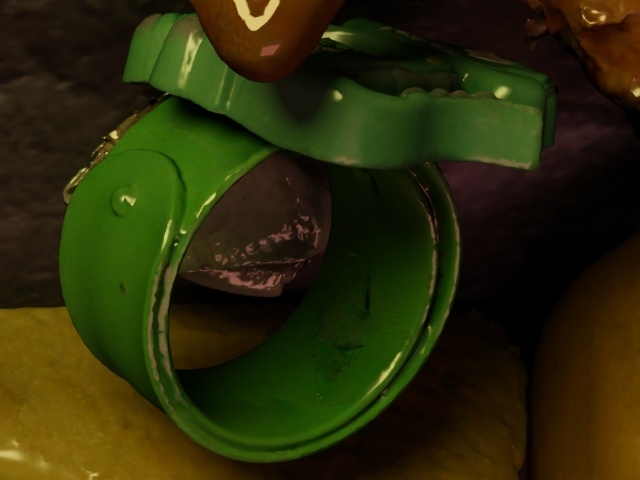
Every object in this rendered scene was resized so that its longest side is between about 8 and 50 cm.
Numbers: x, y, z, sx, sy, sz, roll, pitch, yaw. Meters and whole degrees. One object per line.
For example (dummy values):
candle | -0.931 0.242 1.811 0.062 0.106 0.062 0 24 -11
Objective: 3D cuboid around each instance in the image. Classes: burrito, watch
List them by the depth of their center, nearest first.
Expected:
watch | 0.000 0.000 0.523 0.165 0.131 0.152 1 107 -39
burrito | -0.041 -0.012 0.597 0.118 0.044 0.074 28 105 -42

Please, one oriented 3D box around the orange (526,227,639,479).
orange | 0.227 0.101 0.682 0.279 0.279 0.235 -44 147 19

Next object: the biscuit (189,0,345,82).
biscuit | 0.035 -0.155 0.425 0.208 0.164 0.047 -24 175 -5

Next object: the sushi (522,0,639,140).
sushi | 0.254 -0.126 0.505 0.348 0.234 0.207 -41 137 8

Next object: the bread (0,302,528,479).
bread | -0.114 0.111 0.680 0.362 0.245 0.233 25 124 -8
